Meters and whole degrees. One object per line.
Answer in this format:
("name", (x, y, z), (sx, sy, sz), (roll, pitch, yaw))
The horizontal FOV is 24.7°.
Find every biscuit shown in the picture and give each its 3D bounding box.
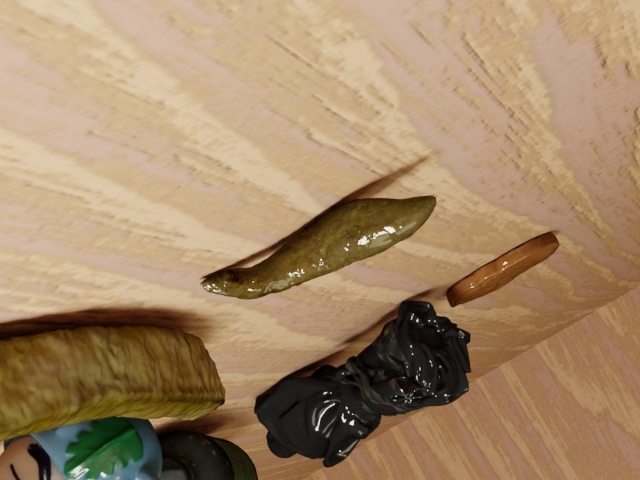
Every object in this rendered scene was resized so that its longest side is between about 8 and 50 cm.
("biscuit", (0.186, 0.033, 1.495), (0.130, 0.019, 0.102), (-31, 167, 11))

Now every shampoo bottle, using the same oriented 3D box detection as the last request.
("shampoo bottle", (-0.128, 0.236, 1.416), (0.101, 0.101, 0.284), (-29, 168, 0))

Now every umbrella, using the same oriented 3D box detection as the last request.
("umbrella", (0.033, 0.154, 1.462), (0.122, 0.110, 0.272), (-17, 168, -46))

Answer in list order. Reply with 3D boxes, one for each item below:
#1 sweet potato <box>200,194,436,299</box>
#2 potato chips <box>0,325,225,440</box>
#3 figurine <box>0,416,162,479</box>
("sweet potato", (0.001, 0.003, 0.902), (0.153, 0.038, 0.041), (-22, 147, 8))
("potato chips", (-0.138, 0.085, 0.863), (0.080, 0.057, 0.407), (-26, 169, 19))
("figurine", (-0.185, 0.170, 1.020), (0.144, 0.114, 0.178), (-23, 175, -19))
